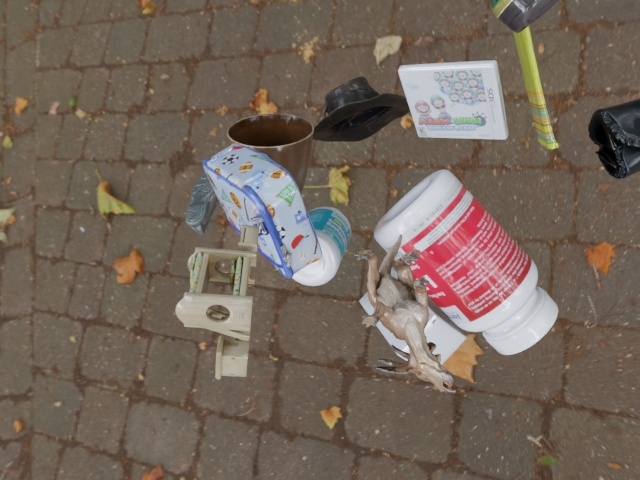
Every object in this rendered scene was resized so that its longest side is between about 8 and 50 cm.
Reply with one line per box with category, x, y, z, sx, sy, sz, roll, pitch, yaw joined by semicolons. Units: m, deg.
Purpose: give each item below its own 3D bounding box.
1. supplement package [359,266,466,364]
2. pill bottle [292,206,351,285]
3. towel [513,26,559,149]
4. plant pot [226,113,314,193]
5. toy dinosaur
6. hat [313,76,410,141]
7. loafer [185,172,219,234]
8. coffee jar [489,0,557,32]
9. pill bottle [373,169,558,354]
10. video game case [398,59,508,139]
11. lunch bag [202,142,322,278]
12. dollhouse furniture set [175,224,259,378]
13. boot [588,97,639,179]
supplement package;0.227;0.199;1.374;0.134;0.139;0.244;-49;30;8
pill bottle;0.000;0.000;1.442;0.146;0.264;0.146;6;116;11
towel;0.318;-0.255;0.807;0.021;0.102;0.237;-15;103;16
plant pot;-0.120;-0.182;1.403;0.216;0.230;0.215;-1;34;1
toy dinosaur;0.141;0.131;0.991;0.127;0.200;0.295;-14;43;4
hat;0.104;-0.407;1.620;0.332;0.331;0.133;-21;81;15
loafer;-0.402;-0.137;1.905;0.096;0.084;0.267;-2;51;19
coffee jar;0.220;-0.352;0.665;0.096;0.079;0.184;-41;91;9
pill bottle;0.334;0.055;1.230;0.229;0.229;0.407;-43;94;7
video game case;0.216;-0.224;0.878;0.157;0.143;0.019;9;56;34
lunch bag;-0.121;-0.059;1.134;0.115;0.243;0.303;-31;41;-17
dollhouse furniture set;-0.154;0.089;0.830;0.101;0.160;0.181;5;34;-6
boot;0.575;-0.247;0.944;0.207;0.094;0.246;-16;99;-8
